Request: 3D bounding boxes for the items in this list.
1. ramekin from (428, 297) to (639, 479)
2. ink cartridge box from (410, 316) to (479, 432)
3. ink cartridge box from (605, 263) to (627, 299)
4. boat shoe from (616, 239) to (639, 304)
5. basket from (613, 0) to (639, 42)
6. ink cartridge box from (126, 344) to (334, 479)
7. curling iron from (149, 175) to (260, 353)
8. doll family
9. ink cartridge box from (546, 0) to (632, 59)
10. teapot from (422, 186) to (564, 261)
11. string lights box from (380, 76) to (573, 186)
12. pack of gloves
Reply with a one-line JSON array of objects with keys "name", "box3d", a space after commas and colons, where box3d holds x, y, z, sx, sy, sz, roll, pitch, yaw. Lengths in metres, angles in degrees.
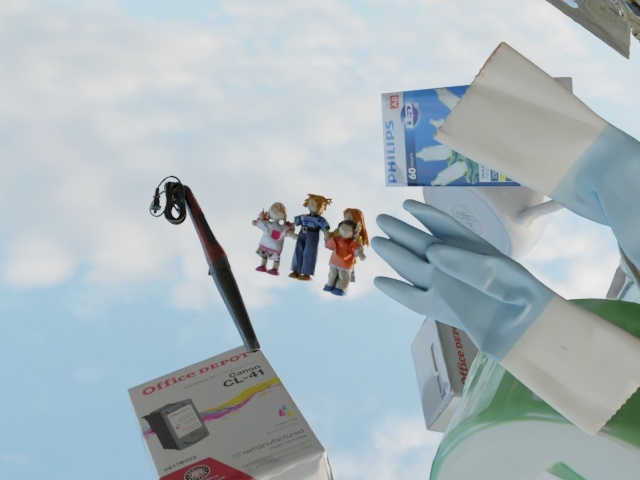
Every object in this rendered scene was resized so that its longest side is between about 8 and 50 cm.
[{"name": "ramekin", "box3d": [0.242, 0.216, 0.869, 0.303, 0.303, 0.148, 23, -142, 20]}, {"name": "ink cartridge box", "box3d": [0.236, 0.185, 1.338, 0.208, 0.087, 0.153, 12, -139, -17]}, {"name": "ink cartridge box", "box3d": [0.520, 0.110, 1.431, 0.191, 0.139, 0.082, 0, -141, 35]}, {"name": "boat shoe", "box3d": [0.358, -0.009, 1.018, 0.156, 0.367, 0.136, 47, -144, 21]}, {"name": "basket", "box3d": [0.377, -0.197, 0.795, 0.299, 0.213, 0.223, 58, -167, 15]}, {"name": "ink cartridge box", "box3d": [-0.134, 0.300, 1.446, 0.226, 0.131, 0.306, -20, -149, -14]}, {"name": "curling iron", "box3d": [-0.153, 0.033, 1.363, 0.068, 0.035, 0.274, -25, -103, -23]}, {"name": "doll family", "box3d": [0.000, 0.000, 1.867, 0.263, 0.163, 0.118, 15, -174, 35]}, {"name": "ink cartridge box", "box3d": [0.312, -0.399, 1.477, 0.308, 0.091, 0.385, 33, -143, -7]}, {"name": "teapot", "box3d": [0.324, -0.092, 1.808, 0.256, 0.252, 0.187, 42, -111, 16]}, {"name": "string lights box", "box3d": [0.201, -0.137, 1.316, 0.077, 0.133, 0.260, -9, -172, -43]}, {"name": "pack of gloves", "box3d": [0.164, 0.001, 0.728, 0.232, 0.195, 0.046, 34, -164, -5]}]
